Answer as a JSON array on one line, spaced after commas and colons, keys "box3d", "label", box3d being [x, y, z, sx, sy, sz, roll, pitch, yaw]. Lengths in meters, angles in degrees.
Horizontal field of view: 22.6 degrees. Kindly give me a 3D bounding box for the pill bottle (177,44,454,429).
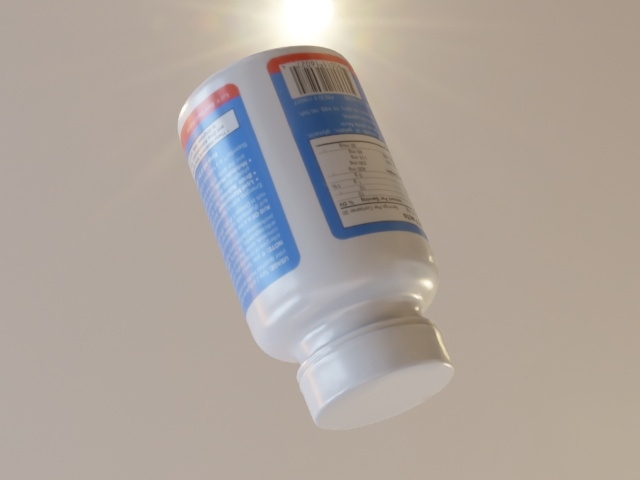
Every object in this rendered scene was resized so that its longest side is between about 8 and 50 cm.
[{"box3d": [0.000, 0.000, 0.998, 0.124, 0.124, 0.222, -12, -114, -21], "label": "pill bottle"}]
